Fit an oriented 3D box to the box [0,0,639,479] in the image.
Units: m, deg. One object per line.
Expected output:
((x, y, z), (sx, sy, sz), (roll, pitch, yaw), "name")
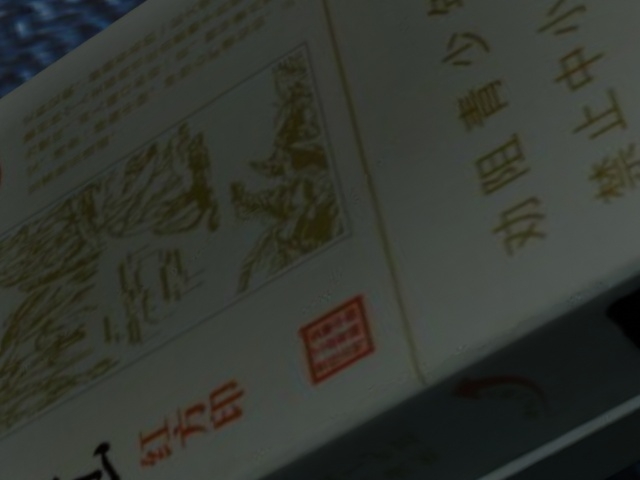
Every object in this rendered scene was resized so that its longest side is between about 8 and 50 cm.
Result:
((0.000, 0.000, 0.396), (0.201, 0.058, 0.141), (-31, 47, 19), "box")
